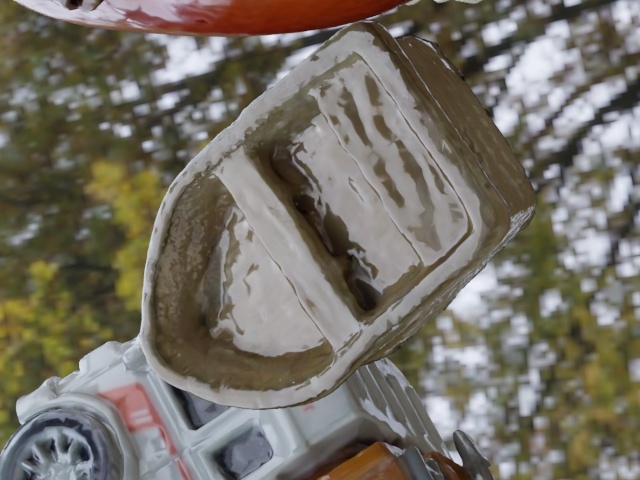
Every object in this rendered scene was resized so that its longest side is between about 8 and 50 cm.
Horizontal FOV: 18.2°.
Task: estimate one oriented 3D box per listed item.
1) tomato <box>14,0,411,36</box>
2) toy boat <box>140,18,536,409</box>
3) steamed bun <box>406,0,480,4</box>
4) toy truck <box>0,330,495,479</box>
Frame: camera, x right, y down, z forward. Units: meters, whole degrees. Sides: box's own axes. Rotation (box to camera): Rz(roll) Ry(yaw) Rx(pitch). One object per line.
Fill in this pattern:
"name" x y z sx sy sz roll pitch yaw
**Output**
"tomato" -0.043 -0.230 0.722 0.321 0.321 0.322 10 -104 -44
"toy boat" 0.000 0.000 0.847 0.116 0.188 0.061 57 -148 11
"steamed bun" 0.089 -0.256 1.327 0.428 0.189 0.247 10 -83 -53
"toy truck" 0.015 0.195 0.944 0.387 0.207 0.173 60 -168 31
